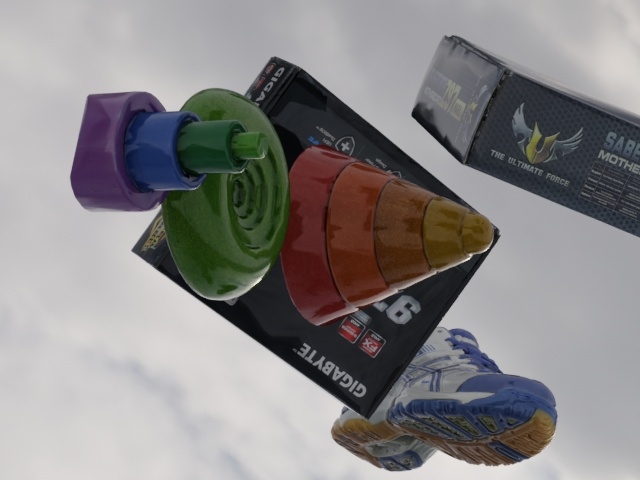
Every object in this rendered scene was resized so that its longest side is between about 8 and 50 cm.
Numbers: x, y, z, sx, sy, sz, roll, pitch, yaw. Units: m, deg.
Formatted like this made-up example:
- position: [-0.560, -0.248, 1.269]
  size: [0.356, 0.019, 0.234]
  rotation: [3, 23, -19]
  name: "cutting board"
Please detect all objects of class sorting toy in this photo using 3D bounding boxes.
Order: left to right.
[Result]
- position: [-0.001, -0.024, 1.178]
  size: [0.126, 0.127, 0.365]
  rotation: [-1, 170, 26]
  name: "sorting toy"

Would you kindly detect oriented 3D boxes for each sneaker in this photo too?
- position: [0.117, 0.130, 1.803]
  size: [0.112, 0.131, 0.296]
  rotation: [37, 156, -24]
  name: "sneaker"

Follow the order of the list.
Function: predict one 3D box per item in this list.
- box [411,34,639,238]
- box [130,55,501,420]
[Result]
- position: [0.175, -0.037, 1.078]
  size: [0.232, 0.059, 0.183]
  rotation: [21, -171, -9]
  name: "box"
- position: [0.000, 0.000, 1.427]
  size: [0.220, 0.175, 0.051]
  rotation: [38, 176, -28]
  name: "box"
